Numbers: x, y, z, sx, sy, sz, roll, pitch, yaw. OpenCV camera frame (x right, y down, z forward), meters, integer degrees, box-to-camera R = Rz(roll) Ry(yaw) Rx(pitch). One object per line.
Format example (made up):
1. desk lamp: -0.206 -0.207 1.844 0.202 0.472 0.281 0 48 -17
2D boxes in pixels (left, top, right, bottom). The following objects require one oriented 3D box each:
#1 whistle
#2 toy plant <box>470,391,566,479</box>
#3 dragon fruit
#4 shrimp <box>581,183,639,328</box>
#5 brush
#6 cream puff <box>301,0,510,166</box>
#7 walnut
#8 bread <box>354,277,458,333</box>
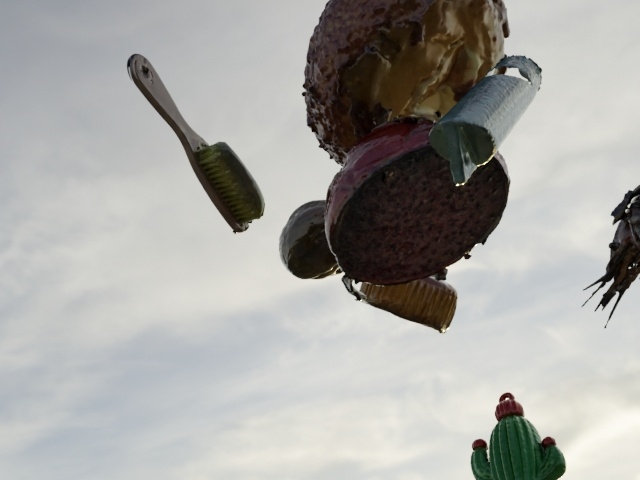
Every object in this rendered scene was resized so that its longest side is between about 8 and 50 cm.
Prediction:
1. whistle: 0.172 -0.132 0.829 0.062 0.062 0.312 -30 8 32
2. toy plant: 0.336 0.379 1.457 0.154 0.240 0.088 -44 -63 3
3. dragon fruit: 0.094 -0.066 0.963 0.219 0.148 0.223 -15 -42 -11
4. shrimp: 0.539 -0.010 1.307 0.116 0.145 0.343 31 -84 -38
5. brush: -0.168 -0.143 1.183 0.067 0.072 0.312 -20 -59 22
6. cream puff: 0.110 -0.243 1.151 0.351 0.229 0.350 -23 -53 -34
7. walnut: -0.001 -0.001 1.431 0.140 0.140 0.162 9 -53 -29
8. bread: 0.176 0.106 1.625 0.199 0.104 0.199 21 -3 1
